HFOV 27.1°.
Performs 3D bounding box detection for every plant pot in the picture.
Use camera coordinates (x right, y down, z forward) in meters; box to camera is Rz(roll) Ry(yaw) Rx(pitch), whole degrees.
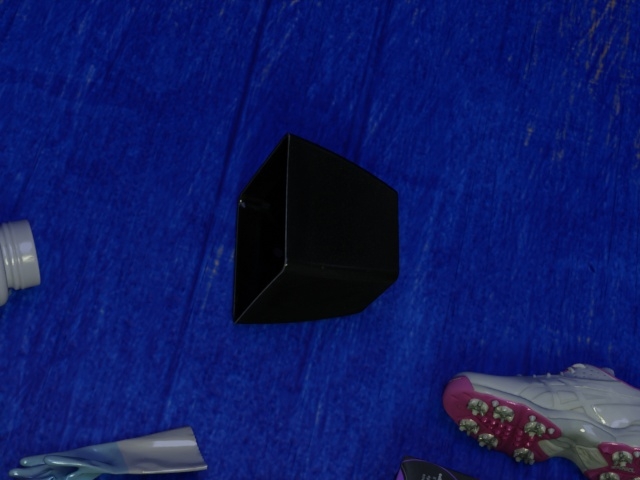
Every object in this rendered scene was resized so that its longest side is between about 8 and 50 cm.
[{"bbox_3d":[0.000,0.000,1.673,0.167,0.188,0.187,10,62,-19],"label":"plant pot"}]

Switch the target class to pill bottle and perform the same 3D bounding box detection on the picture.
[{"bbox_3d":[-0.451,0.034,1.595,0.215,0.117,0.117,-11,67,-16],"label":"pill bottle"}]

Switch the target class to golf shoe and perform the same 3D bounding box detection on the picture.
[{"bbox_3d":[0.300,0.212,1.671,0.306,0.115,0.140,20,51,-8],"label":"golf shoe"}]

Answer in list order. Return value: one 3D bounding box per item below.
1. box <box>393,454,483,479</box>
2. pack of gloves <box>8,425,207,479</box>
[{"bbox_3d":[0.191,0.381,1.520,0.270,0.143,0.165,18,62,6],"label":"box"},{"bbox_3d":[-0.232,0.277,1.496,0.232,0.046,0.195,-9,32,-20],"label":"pack of gloves"}]
